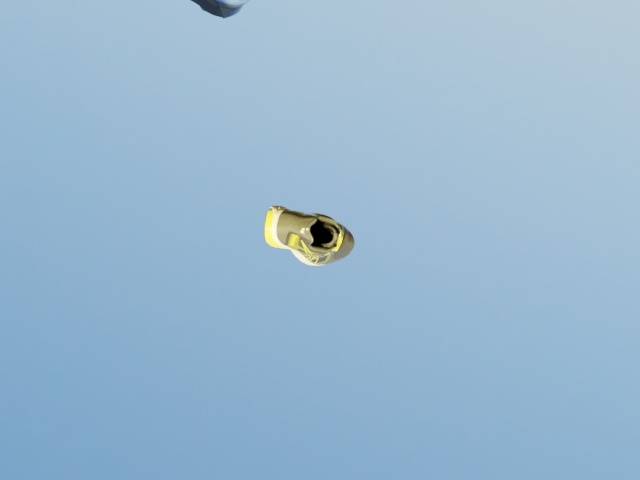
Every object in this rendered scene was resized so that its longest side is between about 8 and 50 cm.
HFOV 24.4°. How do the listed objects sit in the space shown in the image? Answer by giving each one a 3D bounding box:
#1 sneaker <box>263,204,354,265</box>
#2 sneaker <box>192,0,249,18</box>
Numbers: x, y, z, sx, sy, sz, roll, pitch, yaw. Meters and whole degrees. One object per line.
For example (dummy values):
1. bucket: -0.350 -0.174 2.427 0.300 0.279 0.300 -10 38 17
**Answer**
1. sneaker: 0.000 0.000 0.887 0.035 0.031 0.083 10 178 34
2. sneaker: -0.089 -0.218 0.979 0.058 0.084 0.152 -30 -94 -27
